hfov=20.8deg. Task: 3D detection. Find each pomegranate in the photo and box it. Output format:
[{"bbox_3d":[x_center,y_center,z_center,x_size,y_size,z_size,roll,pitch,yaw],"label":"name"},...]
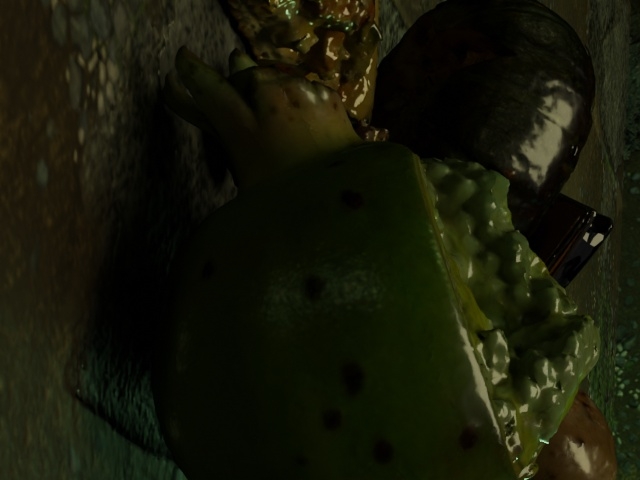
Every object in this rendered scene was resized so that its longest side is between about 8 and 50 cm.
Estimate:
[{"bbox_3d":[0.010,0.037,1.005,0.341,0.260,0.260,61,13,9],"label":"pomegranate"}]

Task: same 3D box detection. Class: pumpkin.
[{"bbox_3d":[0.117,-0.081,1.367,0.159,0.238,0.238,36,40,-15],"label":"pumpkin"}]

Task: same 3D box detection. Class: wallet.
[{"bbox_3d":[0.136,0.037,1.397,0.042,0.195,0.161,41,-1,-18],"label":"wallet"}]

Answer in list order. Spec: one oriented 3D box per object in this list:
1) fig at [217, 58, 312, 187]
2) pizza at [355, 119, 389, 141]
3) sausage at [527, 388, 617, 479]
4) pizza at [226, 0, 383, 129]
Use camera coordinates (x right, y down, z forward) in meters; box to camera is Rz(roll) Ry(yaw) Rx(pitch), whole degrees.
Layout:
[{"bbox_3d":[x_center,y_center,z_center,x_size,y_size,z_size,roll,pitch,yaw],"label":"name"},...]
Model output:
[{"bbox_3d":[-0.035,-0.071,1.121,0.074,0.074,0.088,-40,148,-69],"label":"fig"},{"bbox_3d":[0.000,0.000,1.238,0.201,0.053,0.193,93,14,-50],"label":"pizza"},{"bbox_3d":[0.095,0.233,1.300,0.501,0.136,0.123,107,-38,-59],"label":"sausage"},{"bbox_3d":[0.000,-0.245,1.226,0.258,0.087,0.268,58,34,-67],"label":"pizza"}]
